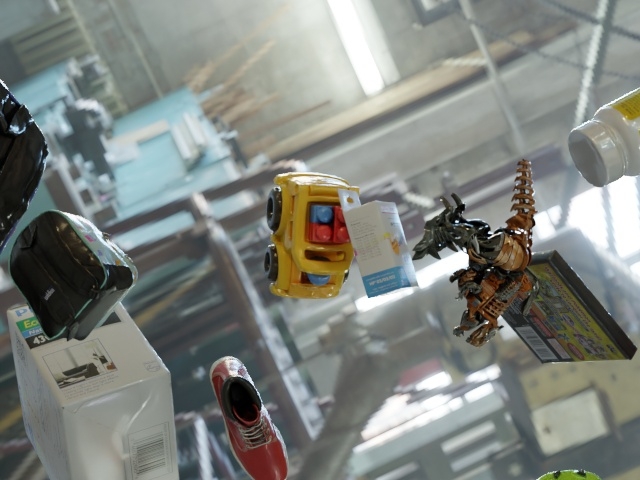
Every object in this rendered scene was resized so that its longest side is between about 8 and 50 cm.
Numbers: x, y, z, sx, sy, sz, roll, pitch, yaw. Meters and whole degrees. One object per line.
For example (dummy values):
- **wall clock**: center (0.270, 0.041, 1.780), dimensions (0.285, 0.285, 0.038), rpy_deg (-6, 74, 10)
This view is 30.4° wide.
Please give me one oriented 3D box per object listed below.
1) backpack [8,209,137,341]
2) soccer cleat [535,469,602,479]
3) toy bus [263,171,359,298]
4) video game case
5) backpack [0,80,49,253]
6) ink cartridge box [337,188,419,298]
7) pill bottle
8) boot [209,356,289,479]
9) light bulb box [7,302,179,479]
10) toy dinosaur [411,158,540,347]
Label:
- **backpack**: center (-0.400, 0.048, 1.886), dimensions (0.188, 0.166, 0.144), rpy_deg (46, 17, 17)
- **soccer cleat**: center (0.239, 0.310, 1.320), dimensions (0.060, 0.179, 0.072), rpy_deg (56, -25, 35)
- **toy bus**: center (0.000, 0.000, 1.988), dimensions (0.211, 0.150, 0.220), rpy_deg (-159, -107, -72)
- **video game case**: center (0.446, 0.135, 2.297), dimensions (0.275, 0.035, 0.248), rpy_deg (48, -28, -18)
- **backpack**: center (-0.430, -0.065, 1.250), dimensions (0.213, 0.263, 0.276), rpy_deg (17, -31, 31)
- **ink cartridge box**: center (0.092, -0.004, 1.876), dimensions (0.104, 0.062, 0.181), rpy_deg (0, 73, -70)
- **pill bottle**: center (0.490, -0.169, 1.787), dimensions (0.119, 0.208, 0.119), rpy_deg (59, -12, 21)
- **boot**: center (-0.112, 0.324, 1.966), dimensions (0.244, 0.088, 0.176), rpy_deg (67, -8, -12)
- **light bulb box**: center (-0.466, 0.341, 2.413), dimensions (0.361, 0.225, 0.357), rpy_deg (45, -38, 48)
- **toy dinosaur**: center (0.297, 0.019, 2.075), dimensions (0.218, 0.322, 0.164), rpy_deg (24, -9, 18)
